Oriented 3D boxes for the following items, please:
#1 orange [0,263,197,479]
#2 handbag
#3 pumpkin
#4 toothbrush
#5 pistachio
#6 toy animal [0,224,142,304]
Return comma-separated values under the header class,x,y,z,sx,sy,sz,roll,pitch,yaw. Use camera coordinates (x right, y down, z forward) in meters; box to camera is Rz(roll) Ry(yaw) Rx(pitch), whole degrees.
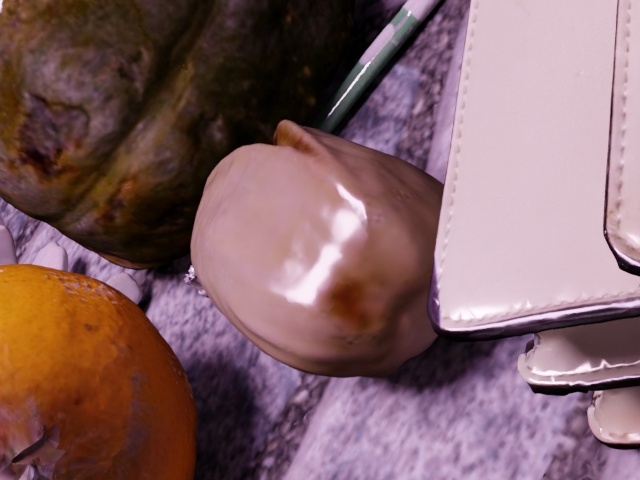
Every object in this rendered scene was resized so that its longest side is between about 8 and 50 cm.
class,x,y,z,sx,sy,sz,roll,pitch,yaw
orange,-0.177,0.125,0.831,0.224,0.224,0.170,-60,16,-2
handbag,0.190,-0.110,0.610,0.237,0.160,0.358,-13,55,36
pumpkin,-0.124,-0.153,0.960,0.256,0.225,0.303,-34,42,38
toothbrush,-0.004,-0.066,0.931,0.257,0.024,0.018,-50,37,9
pistachio,0.000,0.000,0.784,0.129,0.131,0.206,-23,28,-23
toy animal,-0.260,0.057,1.046,0.282,0.140,0.138,6,84,50
